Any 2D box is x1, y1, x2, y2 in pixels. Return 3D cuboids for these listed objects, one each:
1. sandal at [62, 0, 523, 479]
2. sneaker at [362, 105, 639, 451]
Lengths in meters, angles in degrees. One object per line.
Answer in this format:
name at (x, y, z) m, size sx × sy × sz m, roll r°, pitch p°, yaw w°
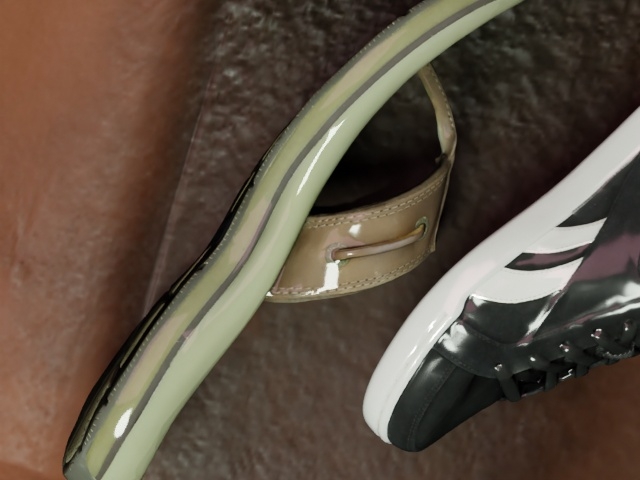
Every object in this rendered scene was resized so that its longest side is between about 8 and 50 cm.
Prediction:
sandal at (-0.001, 0.001, 0.706) m, size 0.086 × 0.120 × 0.303 m, roll 37°, pitch 91°, yaw -4°
sneaker at (0.128, 0.036, 0.655) m, size 0.217 × 0.079 × 0.121 m, roll -44°, pitch 65°, yaw 1°
